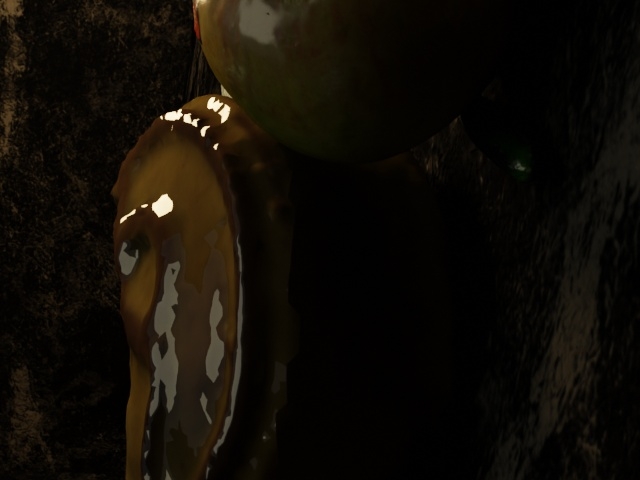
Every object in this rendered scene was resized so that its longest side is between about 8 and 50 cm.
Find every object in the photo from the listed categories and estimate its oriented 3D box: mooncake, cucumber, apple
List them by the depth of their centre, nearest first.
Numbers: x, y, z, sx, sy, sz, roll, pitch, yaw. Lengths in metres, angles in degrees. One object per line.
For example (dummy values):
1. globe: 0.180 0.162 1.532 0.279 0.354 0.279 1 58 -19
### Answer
1. cucumber: 0.128 -0.073 0.917 0.184 0.033 0.036 -115 14 -69
2. apple: 0.029 -0.174 0.936 0.260 0.261 0.194 -99 -13 -46
3. mooncake: -0.051 0.078 1.104 0.394 0.246 0.393 -124 44 -52

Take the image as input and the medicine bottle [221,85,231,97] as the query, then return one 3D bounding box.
1. medicine bottle: -0.040 -0.149 1.445 0.293 0.141 0.141 -98 18 -44
